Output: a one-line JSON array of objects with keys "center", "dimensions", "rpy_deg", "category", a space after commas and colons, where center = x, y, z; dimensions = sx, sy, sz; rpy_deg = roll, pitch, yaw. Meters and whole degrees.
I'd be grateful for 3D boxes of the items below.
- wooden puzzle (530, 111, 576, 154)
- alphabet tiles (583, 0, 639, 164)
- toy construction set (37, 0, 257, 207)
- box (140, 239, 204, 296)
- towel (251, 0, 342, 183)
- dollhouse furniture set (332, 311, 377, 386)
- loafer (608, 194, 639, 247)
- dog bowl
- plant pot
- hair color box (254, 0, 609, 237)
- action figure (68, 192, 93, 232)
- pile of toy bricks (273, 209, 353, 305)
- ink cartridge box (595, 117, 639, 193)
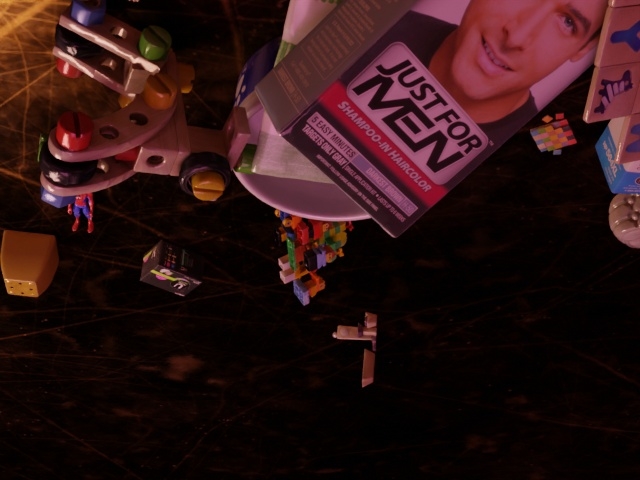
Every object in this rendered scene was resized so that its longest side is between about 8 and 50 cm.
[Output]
[{"center": [0.311, -0.140, 1.185], "dimensions": [0.049, 0.006, 0.083], "rpy_deg": [-16, 142, 25], "category": "wooden puzzle"}, {"center": [0.411, -0.219, 0.879], "dimensions": [0.343, 0.011, 0.285], "rpy_deg": [-12, 125, -24], "category": "alphabet tiles"}, {"center": [-0.175, -0.180, 0.984], "dimensions": [0.237, 0.257, 0.308], "rpy_deg": [7, 116, -18], "category": "toy construction set"}, {"center": [-0.241, 0.046, 1.446], "dimensions": [0.083, 0.052, 0.062], "rpy_deg": [23, 140, -30], "category": "box"}, {"center": [0.077, -0.205, 0.940], "dimensions": [0.248, 0.038, 0.324], "rpy_deg": [6, 120, -17], "category": "towel"}, {"center": [0.058, 0.198, 1.607], "dimensions": [0.081, 0.114, 0.091], "rpy_deg": [3, 149, 6], "category": "dollhouse furniture set"}, {"center": [0.555, -0.064, 1.206], "dimensions": [0.320, 0.112, 0.111], "rpy_deg": [-20, 146, 41], "category": "loafer"}, {"center": [0.020, -0.140, 1.112], "dimensions": [0.265, 0.104, 0.265], "rpy_deg": [1, 146, 1], "category": "dog bowl"}, {"center": [-0.471, 0.043, 1.425], "dimensions": [0.081, 0.083, 0.081], "rpy_deg": [6, 145, -7], "category": "plant pot"}, {"center": [0.139, -0.199, 0.859], "dimensions": [0.374, 0.113, 0.185], "rpy_deg": [-43, 125, 11], "category": "hair color box"}, {"center": [-0.358, -0.051, 1.332], "dimensions": [0.038, 0.030, 0.115], "rpy_deg": [10, 143, -4], "category": "action figure"}, {"center": [0.000, 0.000, 1.340], "dimensions": [0.105, 0.118, 0.212], "rpy_deg": [-24, 141, -19], "category": "pile of toy bricks"}, {"center": [0.453, -0.148, 1.087], "dimensions": [0.148, 0.085, 0.203], "rpy_deg": [1, 147, -9], "category": "ink cartridge box"}]
